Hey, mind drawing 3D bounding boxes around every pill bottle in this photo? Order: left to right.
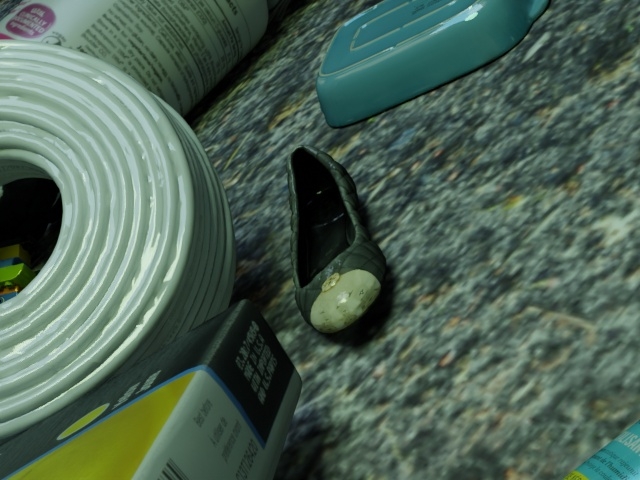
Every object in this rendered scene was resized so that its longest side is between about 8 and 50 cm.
[{"bbox_3d":[-0.147,-0.186,1.136,0.283,0.160,0.160,-48,27,-20],"label":"pill bottle"}]

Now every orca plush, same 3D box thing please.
[{"bbox_3d":[-0.305,0.011,1.093,0.287,0.151,0.102,-20,62,28],"label":"orca plush"}]

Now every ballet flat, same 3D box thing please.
[{"bbox_3d":[0.000,0.000,0.763,0.057,0.049,0.173,-35,26,10],"label":"ballet flat"}]

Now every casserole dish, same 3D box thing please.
[{"bbox_3d":[0.068,-0.143,0.928,0.188,0.037,0.114,-21,31,31],"label":"casserole dish"}]

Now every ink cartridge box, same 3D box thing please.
[{"bbox_3d":[-0.161,0.160,0.541,0.307,0.072,0.303,-30,10,11],"label":"ink cartridge box"}]

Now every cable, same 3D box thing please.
[{"bbox_3d":[-0.181,0.003,0.761,0.257,0.089,0.257,-22,63,1],"label":"cable"}]

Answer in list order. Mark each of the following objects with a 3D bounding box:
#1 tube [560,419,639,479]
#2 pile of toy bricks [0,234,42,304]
[{"bbox_3d":[0.154,0.058,0.467,0.207,0.052,0.080,-39,7,-6],"label":"tube"},{"bbox_3d":[-0.173,0.067,0.847,0.212,0.118,0.105,-13,60,14],"label":"pile of toy bricks"}]
